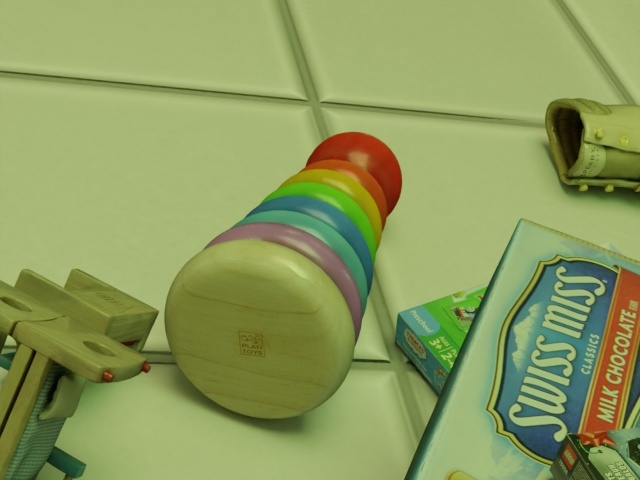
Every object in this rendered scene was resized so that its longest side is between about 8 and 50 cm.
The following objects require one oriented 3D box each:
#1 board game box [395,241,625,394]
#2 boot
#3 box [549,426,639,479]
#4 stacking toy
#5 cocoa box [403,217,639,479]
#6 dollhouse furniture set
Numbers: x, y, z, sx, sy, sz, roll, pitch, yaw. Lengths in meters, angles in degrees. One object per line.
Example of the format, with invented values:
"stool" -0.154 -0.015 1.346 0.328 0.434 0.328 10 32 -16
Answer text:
"board game box" 0.191 0.085 0.969 0.212 0.039 0.160 -17 41 -22
"boot" 0.353 -0.066 1.223 0.204 0.095 0.262 3 35 -17
"box" 0.173 0.138 0.534 0.094 0.027 0.137 -1 39 -22
"stacking toy" 0.000 0.000 0.987 0.141 0.141 0.330 21 31 8
"cocoa box" 0.146 0.192 0.676 0.228 0.231 0.347 22 36 9
"dollhouse furniture set" -0.176 0.105 0.808 0.129 0.129 0.184 26 7 15
